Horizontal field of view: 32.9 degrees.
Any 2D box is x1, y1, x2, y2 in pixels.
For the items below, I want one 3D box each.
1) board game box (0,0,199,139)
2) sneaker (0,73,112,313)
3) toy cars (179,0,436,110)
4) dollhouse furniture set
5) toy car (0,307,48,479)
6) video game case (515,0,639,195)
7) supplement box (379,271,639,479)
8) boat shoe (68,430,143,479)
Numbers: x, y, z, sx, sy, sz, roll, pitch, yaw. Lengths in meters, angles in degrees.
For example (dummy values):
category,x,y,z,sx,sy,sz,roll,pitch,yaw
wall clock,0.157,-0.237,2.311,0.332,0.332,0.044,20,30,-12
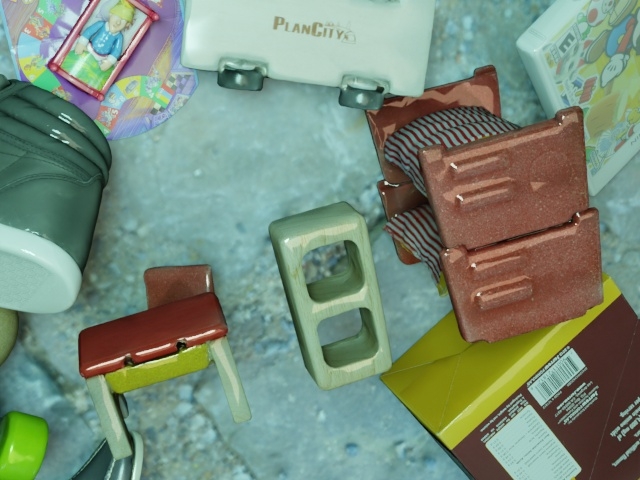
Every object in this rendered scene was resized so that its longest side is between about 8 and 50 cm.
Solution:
category,x,y,z,sx,sy,sz,roll,pitch,yaw
board game box,-0.161,-0.153,0.794,0.133,0.033,0.168,-15,109,-15
sneaker,-0.282,-0.055,0.755,0.296,0.146,0.104,16,141,4
toy cars,0.071,-0.219,0.831,0.394,0.087,0.176,-34,106,-3
dollhouse furniture set,0.000,0.000,0.810,0.374,0.201,0.152,-16,110,-7
toy car,-0.273,0.071,0.791,0.155,0.149,0.188,21,69,-26
video game case,0.264,-0.163,0.881,0.206,0.026,0.227,-45,144,-2
supplement box,0.198,0.141,0.947,0.191,0.129,0.194,-42,114,-4
boat shoe,-0.211,0.235,0.865,0.065,0.075,0.206,28,99,-26
